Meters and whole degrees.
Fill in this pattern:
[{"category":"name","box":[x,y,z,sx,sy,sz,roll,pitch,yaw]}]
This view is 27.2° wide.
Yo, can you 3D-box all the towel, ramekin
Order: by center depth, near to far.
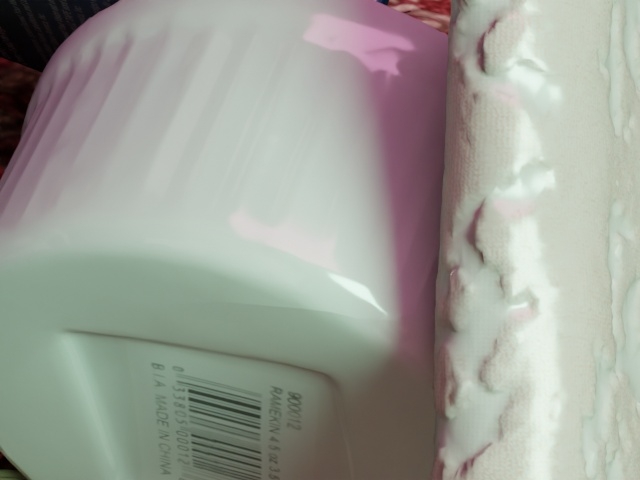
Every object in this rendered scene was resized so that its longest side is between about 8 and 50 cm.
[{"category":"towel","box":[0.136,0.054,0.537,0.053,0.332,0.317,-2,-8,35]},{"category":"ramekin","box":[-0.025,0.037,0.577,0.277,0.277,0.135,21,49,2]}]

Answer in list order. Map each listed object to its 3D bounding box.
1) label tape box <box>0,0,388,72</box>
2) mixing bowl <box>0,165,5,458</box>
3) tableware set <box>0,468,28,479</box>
[{"category":"label tape box","box":[-0.134,-0.163,0.690,0.347,0.249,0.115,21,81,1]},{"category":"mixing bowl","box":[-0.221,0.031,0.607,0.098,0.181,0.181,-7,32,29]},{"category":"tableware set","box":[-0.175,0.163,0.571,0.141,0.020,0.169,6,42,-15]}]
